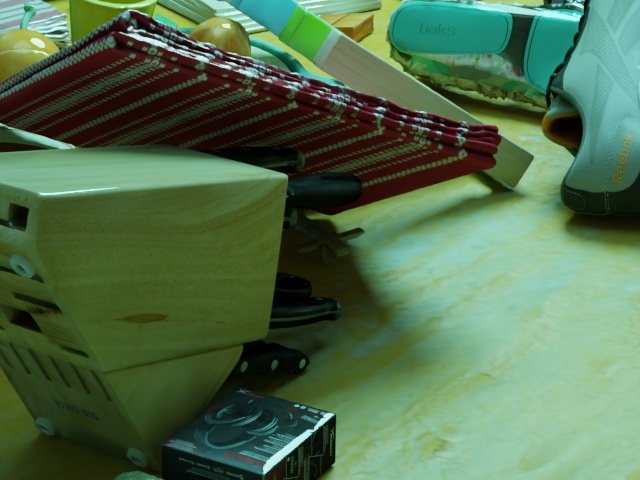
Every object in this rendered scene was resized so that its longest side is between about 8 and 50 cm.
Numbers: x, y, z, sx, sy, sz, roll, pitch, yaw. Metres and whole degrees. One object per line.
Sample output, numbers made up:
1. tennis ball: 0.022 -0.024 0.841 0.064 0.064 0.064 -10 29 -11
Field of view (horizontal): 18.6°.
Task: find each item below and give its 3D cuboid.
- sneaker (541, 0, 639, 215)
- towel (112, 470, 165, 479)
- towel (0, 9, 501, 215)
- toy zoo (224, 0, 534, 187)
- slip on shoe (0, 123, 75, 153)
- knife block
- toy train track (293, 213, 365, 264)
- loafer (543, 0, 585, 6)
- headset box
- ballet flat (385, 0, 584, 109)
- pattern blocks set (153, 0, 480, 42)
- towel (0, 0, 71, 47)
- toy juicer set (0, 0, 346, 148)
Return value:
1. sneaker: 0.207 -0.124 1.392 0.108 0.100 0.271 -7 46 8
2. towel: -0.091 0.156 0.911 0.110 0.027 0.148 12 28 28
3. towel: -0.050 -0.071 1.196 0.275 0.031 0.199 15 -17 -30
4. toy zoo: 0.015 -0.139 1.452 0.192 0.030 0.293 29 7 -32
5. slip on shoe: -0.267 0.007 1.177 0.331 0.123 0.101 -18 64 -48
6. knife block: -0.078 -0.014 1.051 0.088 0.275 0.242 14 56 30
7. toy train track: 0.000 0.000 1.288 0.048 0.014 0.083 -16 22 -17
8. loafer: 0.345 -0.207 1.666 0.303 0.109 0.095 -8 32 2
9. headset box: -0.038 0.112 1.005 0.062 0.032 0.083 13 25 27
10. ballet flat: 0.166 -0.145 1.546 0.241 0.091 0.077 19 -4 26
11. pattern blocks set: -0.044 -0.231 1.800 0.325 0.026 0.285 -20 30 -37
12. towel: -0.324 -0.190 1.709 0.144 0.029 0.197 -19 29 -31
13. toy juicer set: -0.097 -0.107 1.391 0.329 0.089 0.209 26 31 27
